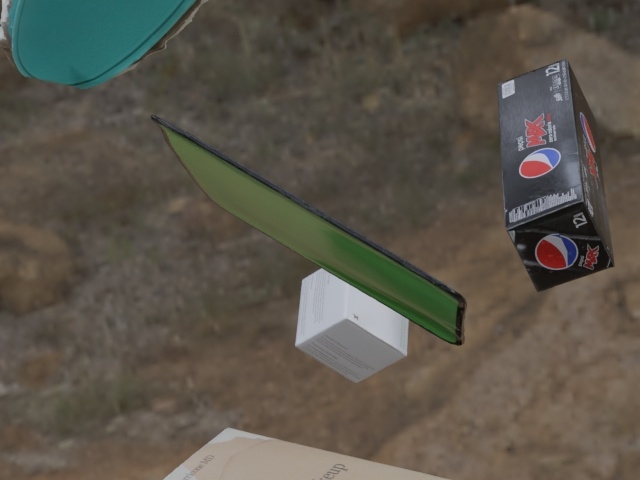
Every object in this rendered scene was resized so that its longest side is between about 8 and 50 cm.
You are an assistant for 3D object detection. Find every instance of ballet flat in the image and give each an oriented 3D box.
[{"bbox_3d":[-0.100,-0.289,1.281,0.147,0.409,0.147,28,29,-17],"label":"ballet flat"}]

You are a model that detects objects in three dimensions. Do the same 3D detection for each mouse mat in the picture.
[{"bbox_3d":[0.000,0.000,0.797,0.152,0.190,0.007,30,83,8],"label":"mouse mat"}]

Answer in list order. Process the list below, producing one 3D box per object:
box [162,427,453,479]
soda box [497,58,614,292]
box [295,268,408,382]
[{"bbox_3d":[0.015,0.282,1.618,0.311,0.121,0.148,10,23,24],"label":"box"},{"bbox_3d":[0.151,-0.045,1.145,0.053,0.060,0.169,-19,33,18],"label":"soda box"},{"bbox_3d":[0.038,0.088,2.022,0.087,0.102,0.101,-33,37,37],"label":"box"}]
